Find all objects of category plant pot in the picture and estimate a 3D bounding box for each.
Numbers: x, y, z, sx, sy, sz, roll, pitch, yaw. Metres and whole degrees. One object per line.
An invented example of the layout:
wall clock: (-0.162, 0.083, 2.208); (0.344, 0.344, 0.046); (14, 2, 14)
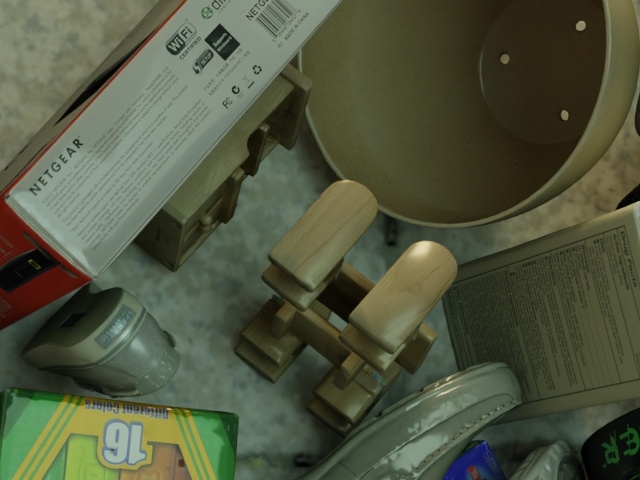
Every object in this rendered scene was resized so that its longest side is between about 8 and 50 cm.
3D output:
plant pot: (0.151, -0.150, 1.617); (0.191, 0.284, 0.284); (0, 80, -56)

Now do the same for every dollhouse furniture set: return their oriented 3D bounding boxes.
dollhouse furniture set: (0.000, 0.000, 1.531); (0.242, 0.212, 0.161); (38, 66, 8)

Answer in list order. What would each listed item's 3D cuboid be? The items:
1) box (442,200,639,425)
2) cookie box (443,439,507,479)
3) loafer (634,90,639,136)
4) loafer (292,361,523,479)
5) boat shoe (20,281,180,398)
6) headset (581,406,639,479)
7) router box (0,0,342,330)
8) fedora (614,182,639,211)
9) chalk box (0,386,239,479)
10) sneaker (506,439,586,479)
box: (0.230, 0.058, 1.568); (0.121, 0.311, 0.148); (-11, 86, -26)
cookie box: (0.110, 0.231, 1.634); (0.107, 0.040, 0.092); (-30, 95, -27)
loafer: (0.298, -0.206, 1.621); (0.096, 0.084, 0.267); (26, 60, -37)
loafer: (0.037, 0.213, 1.542); (0.319, 0.112, 0.111); (-35, 77, -9)
boat shoe: (-0.158, 0.083, 1.433); (0.081, 0.227, 0.079); (46, 76, -12)
headset: (0.391, 0.201, 1.641); (0.394, 0.243, 0.185); (11, 59, -48)
router box: (-0.134, -0.091, 1.431); (0.082, 0.301, 0.335); (44, 66, -10)
fedora: (0.356, -0.037, 1.692); (0.152, 0.334, 0.334); (33, 66, 17)
chalk box: (-0.180, 0.264, 1.417); (0.180, 0.179, 0.289); (7, 78, -23)
sneaker: (0.143, 0.230, 1.571); (0.232, 0.115, 0.090); (-33, 104, -59)
